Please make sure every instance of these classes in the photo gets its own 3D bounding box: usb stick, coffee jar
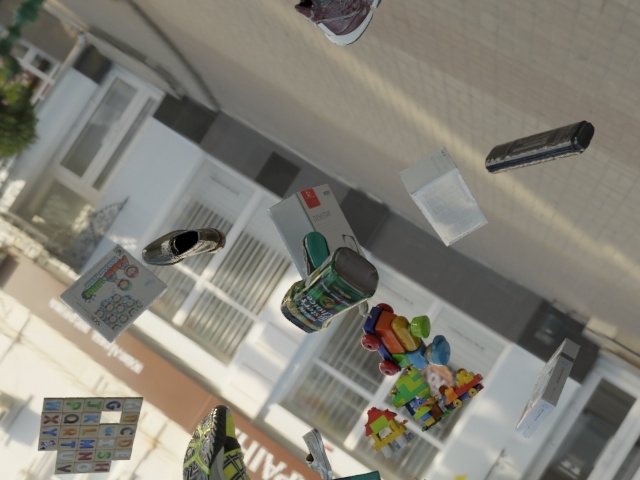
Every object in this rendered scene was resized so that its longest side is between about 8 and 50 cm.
[{"bbox_3d":[0.439,-0.186,1.575,0.045,0.077,0.278,42,159,-17],"label":"usb stick"},{"bbox_3d":[0.011,0.091,1.327,0.096,0.079,0.184,35,137,-14],"label":"coffee jar"}]

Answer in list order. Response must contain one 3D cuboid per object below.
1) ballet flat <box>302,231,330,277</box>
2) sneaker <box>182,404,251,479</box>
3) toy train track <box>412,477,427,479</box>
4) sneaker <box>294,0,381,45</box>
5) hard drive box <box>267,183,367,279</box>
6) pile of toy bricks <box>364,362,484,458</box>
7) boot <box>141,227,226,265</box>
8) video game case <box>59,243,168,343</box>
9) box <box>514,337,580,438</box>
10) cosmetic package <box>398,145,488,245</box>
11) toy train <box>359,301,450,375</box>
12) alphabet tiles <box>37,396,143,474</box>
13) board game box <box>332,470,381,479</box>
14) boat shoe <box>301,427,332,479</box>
[{"bbox_3d":[0.001,0.078,1.599,0.074,0.074,0.203,34,-144,-50],"label":"ballet flat"},{"bbox_3d":[-0.223,0.558,1.779,0.147,0.145,0.385,27,-145,-28],"label":"sneaker"},{"bbox_3d":[0.233,0.582,1.839,0.048,0.014,0.083,40,137,2],"label":"toy train track"},{"bbox_3d":[0.052,-0.468,1.248,0.162,0.281,0.106,19,-164,-39],"label":"sneaker"},{"bbox_3d":[0.000,0.000,1.775,0.232,0.089,0.181,62,-153,1],"label":"hard drive box"},{"bbox_3d":[0.169,0.261,1.307,0.105,0.212,0.118,55,-168,14],"label":"pile of toy bricks"},{"bbox_3d":[-0.339,0.008,1.787,0.219,0.082,0.106,-14,170,16],"label":"boot"},{"bbox_3d":[-0.406,0.102,1.523,0.143,0.157,0.019,38,156,14],"label":"video game case"},{"bbox_3d":[0.491,0.319,1.672,0.038,0.186,0.145,30,138,12],"label":"box"},{"bbox_3d":[0.236,-0.079,1.462,0.239,0.098,0.060,44,-163,-56],"label":"cosmetic package"},{"bbox_3d":[0.158,0.172,1.573,0.143,0.105,0.248,-5,132,36],"label":"toy train"},{"bbox_3d":[-0.491,0.415,1.632,0.198,0.237,0.009,4,-146,-22],"label":"alphabet tiles"},{"bbox_3d":[0.037,0.568,1.264,0.253,0.079,0.336,5,-124,-41],"label":"board game box"},{"bbox_3d":[-0.008,0.355,1.259,0.035,0.035,0.100,33,141,61],"label":"boat shoe"}]
